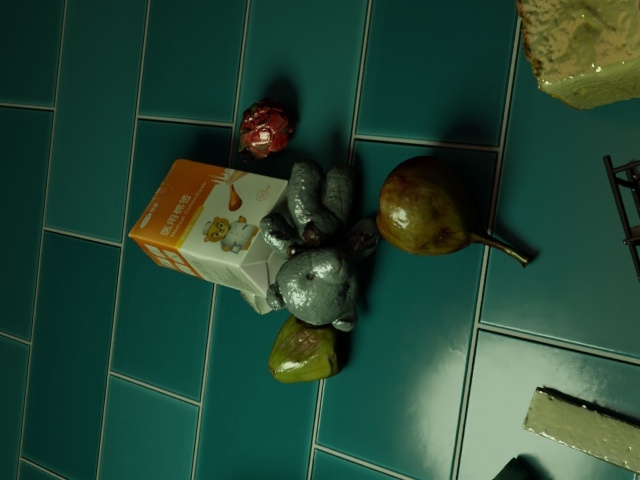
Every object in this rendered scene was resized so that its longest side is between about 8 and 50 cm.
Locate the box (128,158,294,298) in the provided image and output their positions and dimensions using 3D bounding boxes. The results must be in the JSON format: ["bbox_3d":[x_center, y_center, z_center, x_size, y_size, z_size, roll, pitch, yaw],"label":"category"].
[{"bbox_3d":[-0.219,-0.034,1.827,0.341,0.143,0.225,14,65,36],"label":"box"}]

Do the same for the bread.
[{"bbox_3d":[0.448,-0.369,1.330,0.207,0.279,0.279,-8,83,33],"label":"bread"}]

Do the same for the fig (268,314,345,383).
[{"bbox_3d":[-0.030,0.232,1.742,0.166,0.154,0.144,-39,19,-6],"label":"fig"}]

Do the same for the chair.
[{"bbox_3d":[0.561,-0.024,1.322,0.155,0.141,0.260,-19,77,34],"label":"chair"}]

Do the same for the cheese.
[{"bbox_3d":[0.529,0.347,1.392,0.400,0.034,0.085,18,75,36],"label":"cheese"}]

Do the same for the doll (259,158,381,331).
[{"bbox_3d":[0.002,0.002,1.668,0.158,0.246,0.340,-178,97,-74],"label":"doll"}]

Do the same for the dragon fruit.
[{"bbox_3d":[-0.124,-0.241,1.828,0.121,0.130,0.142,65,162,9],"label":"dragon fruit"}]

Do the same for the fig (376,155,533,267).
[{"bbox_3d":[0.227,-0.018,1.551,0.190,0.191,0.290,-44,80,27],"label":"fig"}]

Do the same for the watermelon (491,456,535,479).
[{"bbox_3d":[0.294,0.523,1.526,0.094,0.154,0.241,44,126,28],"label":"watermelon"}]

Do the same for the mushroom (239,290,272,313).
[{"bbox_3d":[-0.176,0.077,1.882,0.223,0.092,0.081,38,113,38],"label":"mushroom"}]
